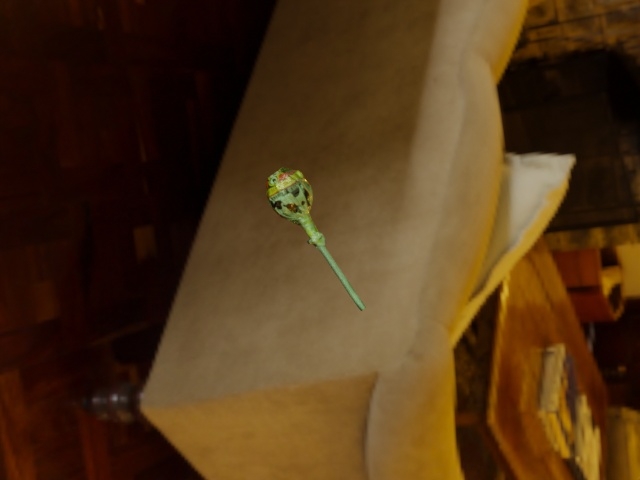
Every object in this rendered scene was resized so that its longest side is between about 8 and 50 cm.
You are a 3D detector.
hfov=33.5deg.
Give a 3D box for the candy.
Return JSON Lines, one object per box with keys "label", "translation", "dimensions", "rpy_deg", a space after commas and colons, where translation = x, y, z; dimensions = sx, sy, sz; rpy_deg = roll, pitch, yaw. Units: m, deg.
{"label": "candy", "translation": [0.000, 0.000, 0.541], "dimensions": [0.023, 0.025, 0.083], "rpy_deg": [-35, 92, -17]}
